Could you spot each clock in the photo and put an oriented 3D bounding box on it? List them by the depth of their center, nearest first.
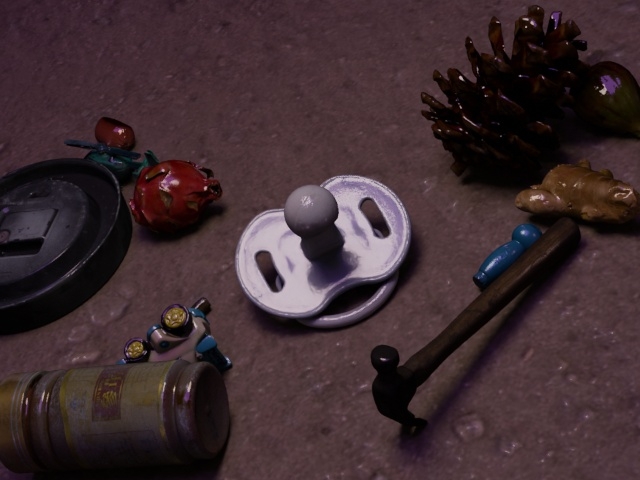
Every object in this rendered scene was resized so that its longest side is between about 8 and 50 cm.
[{"bbox_3d":[-0.520,0.006,2.285,0.386,0.076,0.386,-12,42,12],"label":"clock"}]

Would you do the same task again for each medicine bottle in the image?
[{"bbox_3d":[-0.306,0.258,1.872,0.322,0.151,0.151,-6,44,18],"label":"medicine bottle"}]

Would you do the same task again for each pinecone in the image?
[{"bbox_3d":[0.297,-0.234,2.032,0.309,0.244,0.244,-57,44,7],"label":"pinecone"}]

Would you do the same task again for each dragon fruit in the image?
[{"bbox_3d":[-0.256,-0.083,2.216,0.166,0.133,0.136,-11,36,16],"label":"dragon fruit"}]

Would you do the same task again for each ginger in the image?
[{"bbox_3d":[0.407,-0.072,1.951,0.205,0.081,0.115,8,19,33],"label":"ginger"}]

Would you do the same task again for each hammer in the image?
[{"bbox_3d":[0.231,0.100,1.818,0.044,0.168,0.440,27,53,37],"label":"hammer"}]

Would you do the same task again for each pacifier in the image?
[{"bbox_3d":[0.000,0.000,1.955,0.287,0.226,0.238,-25,60,0],"label":"pacifier"}]

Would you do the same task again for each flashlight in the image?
[{"bbox_3d":[0.282,0.023,1.926,0.129,0.051,0.051,-38,44,-16],"label":"flashlight"}]

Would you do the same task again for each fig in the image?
[{"bbox_3d":[0.476,-0.217,2.062,0.103,0.109,0.155,-23,68,-23],"label":"fig"}]

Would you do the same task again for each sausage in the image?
[{"bbox_3d":[-0.397,-0.202,2.458,0.094,0.059,0.054,28,106,41],"label":"sausage"}]

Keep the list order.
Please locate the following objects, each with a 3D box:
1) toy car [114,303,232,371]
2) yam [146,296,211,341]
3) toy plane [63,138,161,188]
[{"bbox_3d":[-0.225,0.182,1.947,0.161,0.126,0.098,-38,60,-8],"label":"toy car"},{"bbox_3d":[-0.262,0.173,2.031,0.027,0.029,0.234,25,61,41],"label":"yam"},{"bbox_3d":[-0.372,-0.145,2.357,0.235,0.096,0.060,10,52,34],"label":"toy plane"}]
